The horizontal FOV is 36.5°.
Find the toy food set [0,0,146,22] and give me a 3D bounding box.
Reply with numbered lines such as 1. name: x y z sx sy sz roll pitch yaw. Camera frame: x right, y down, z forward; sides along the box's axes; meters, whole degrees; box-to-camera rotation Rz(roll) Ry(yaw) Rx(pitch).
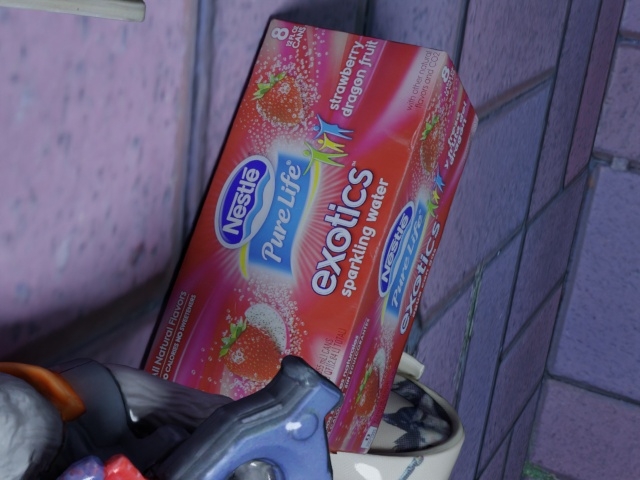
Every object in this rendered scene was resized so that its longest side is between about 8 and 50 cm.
1. toy food set: -0.107 -0.229 0.293 0.219 0.092 0.306 -18 121 -63

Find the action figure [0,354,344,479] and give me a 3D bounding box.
1. action figure: -0.140 0.190 0.479 0.341 0.178 0.330 -39 137 -20

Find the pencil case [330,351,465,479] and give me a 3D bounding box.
1. pencil case: 0.010 0.301 0.831 0.183 0.159 0.410 -37 139 -70

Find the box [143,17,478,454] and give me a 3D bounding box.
1. box: 0.000 0.000 0.646 0.257 0.128 0.122 -70 157 -8
